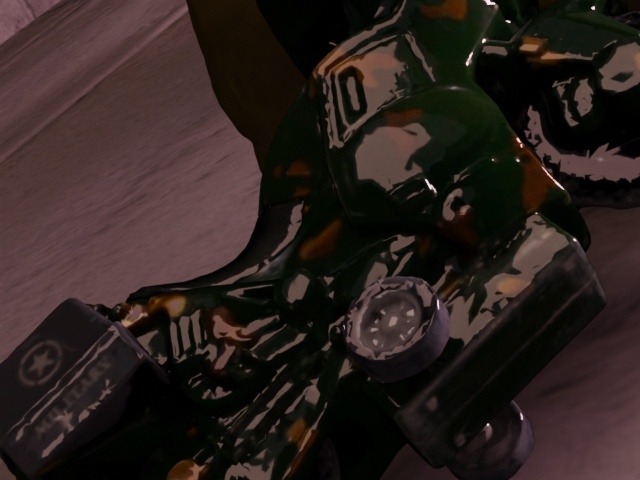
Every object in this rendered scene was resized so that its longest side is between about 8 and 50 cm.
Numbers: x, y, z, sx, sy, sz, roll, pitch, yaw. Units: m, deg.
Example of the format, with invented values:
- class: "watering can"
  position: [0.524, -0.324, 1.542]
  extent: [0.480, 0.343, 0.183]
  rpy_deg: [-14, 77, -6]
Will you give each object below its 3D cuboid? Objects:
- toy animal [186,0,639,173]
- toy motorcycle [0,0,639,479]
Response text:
- class: "toy animal"
  position: [0.105, -0.101, 0.655]
  extent: [0.363, 0.180, 0.181]
  rpy_deg: [15, 52, 36]
- class: "toy motorcycle"
  position: [0.000, 0.000, 0.521]
  extent: [0.275, 0.125, 0.187]
  rpy_deg: [-45, 47, -8]
